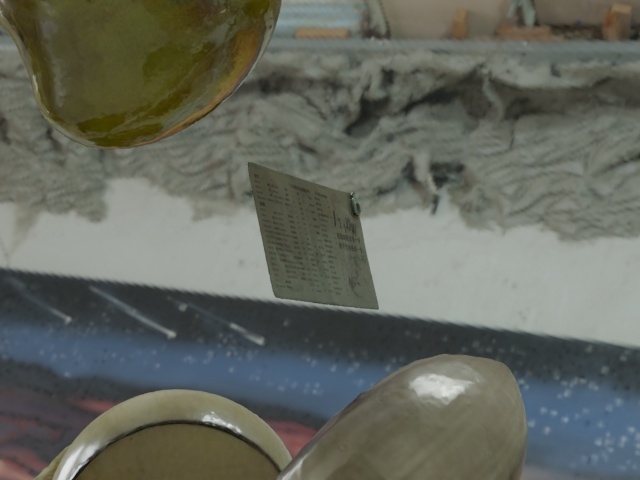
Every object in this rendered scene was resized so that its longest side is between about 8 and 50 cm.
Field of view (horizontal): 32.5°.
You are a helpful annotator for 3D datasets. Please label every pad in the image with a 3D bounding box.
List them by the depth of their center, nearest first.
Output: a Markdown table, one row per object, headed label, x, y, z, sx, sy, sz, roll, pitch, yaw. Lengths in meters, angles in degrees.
| label | x | y | z | sx | sy | sz | roll | pitch | yaw |
| --- | --- | --- | --- | --- | --- | --- | --- | --- | --- |
| pad | -0.001 | 0.000 | 1.306 | 0.009 | 0.159 | 0.265 | -18 | -14 | 26 |

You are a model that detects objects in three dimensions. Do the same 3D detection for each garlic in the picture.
| label | x | y | z | sx | sy | sz | roll | pitch | yaw |
| --- | --- | --- | --- | --- | --- | --- | --- | --- | --- |
| garlic | 0.042 | 0.111 | 0.551 | 0.090 | 0.198 | 0.128 | 45 | -31 | 3 |

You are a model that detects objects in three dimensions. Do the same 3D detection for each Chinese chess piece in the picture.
| label | x | y | z | sx | sy | sz | roll | pitch | yaw |
| --- | --- | --- | --- | --- | --- | --- | --- | --- | --- |
| Chinese chess piece | -0.139 | 0.269 | 1.060 | 0.250 | 0.249 | 0.103 | 31 | 3 | -10 |

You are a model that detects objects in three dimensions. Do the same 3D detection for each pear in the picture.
| label | x | y | z | sx | sy | sz | roll | pitch | yaw |
| --- | --- | --- | --- | --- | --- | --- | --- | --- | --- |
| pear | -0.130 | -0.167 | 0.755 | 0.200 | 0.200 | 0.200 | 16 | -35 | 12 |

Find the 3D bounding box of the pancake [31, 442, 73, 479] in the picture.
| label | x | y | z | sx | sy | sz | roll | pitch | yaw |
| --- | --- | --- | --- | --- | --- | --- | --- | --- | --- |
| pancake | -0.196 | 0.324 | 1.181 | 0.283 | 0.282 | 0.049 | 23 | -40 | 1 |
